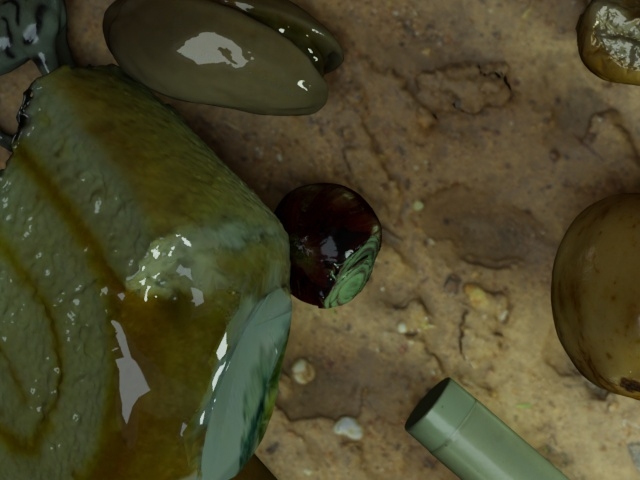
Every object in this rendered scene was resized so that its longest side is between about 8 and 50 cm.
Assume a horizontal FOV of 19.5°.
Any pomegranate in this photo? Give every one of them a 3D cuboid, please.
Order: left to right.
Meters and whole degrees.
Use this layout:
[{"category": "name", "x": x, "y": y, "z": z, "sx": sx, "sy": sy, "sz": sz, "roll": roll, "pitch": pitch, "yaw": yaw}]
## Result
[{"category": "pomegranate", "x": 0.313, "y": 0.044, "z": 1.679, "sx": 0.215, "sy": 0.215, "sz": 0.215, "roll": 3, "pitch": 109, "yaw": 9}]

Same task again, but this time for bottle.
[{"category": "bottle", "x": 0.179, "y": 0.224, "z": 1.830, "sx": 0.201, "sy": 0.072, "sz": 0.072, "roll": 41, "pitch": 111, "yaw": -4}]

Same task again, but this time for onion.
[{"category": "onion", "x": 0.000, "y": 0.000, "z": 1.770, "sx": 0.118, "sy": 0.118, "sz": 0.117, "roll": 32, "pitch": 107, "yaw": -1}]

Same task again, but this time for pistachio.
[{"category": "pistachio", "x": -0.092, "y": -0.180, "z": 1.724, "sx": 0.226, "sy": 0.136, "sz": 0.136, "roll": 16, "pitch": 110, "yaw": 0}]

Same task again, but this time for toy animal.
[{"category": "toy animal", "x": -0.275, "y": -0.181, "z": 1.776, "sx": 0.170, "sy": 0.090, "sz": 0.255, "roll": 46, "pitch": 108, "yaw": -1}]

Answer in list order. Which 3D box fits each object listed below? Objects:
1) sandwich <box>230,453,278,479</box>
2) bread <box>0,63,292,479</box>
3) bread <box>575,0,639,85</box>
[{"category": "sandwich", "x": -0.089, "y": 0.272, "z": 1.887, "sx": 0.090, "sy": 0.088, "sz": 0.244, "roll": -39, "pitch": 98, "yaw": 23}, {"category": "bread", "x": -0.156, "y": 0.058, "z": 1.708, "sx": 0.264, "sy": 0.239, "sz": 0.395, "roll": 24, "pitch": 112, "yaw": 31}, {"category": "bread", "x": 0.287, "y": -0.174, "z": 1.658, "sx": 0.125, "sy": 0.106, "sz": 0.082, "roll": 19, "pitch": 110, "yaw": 6}]
